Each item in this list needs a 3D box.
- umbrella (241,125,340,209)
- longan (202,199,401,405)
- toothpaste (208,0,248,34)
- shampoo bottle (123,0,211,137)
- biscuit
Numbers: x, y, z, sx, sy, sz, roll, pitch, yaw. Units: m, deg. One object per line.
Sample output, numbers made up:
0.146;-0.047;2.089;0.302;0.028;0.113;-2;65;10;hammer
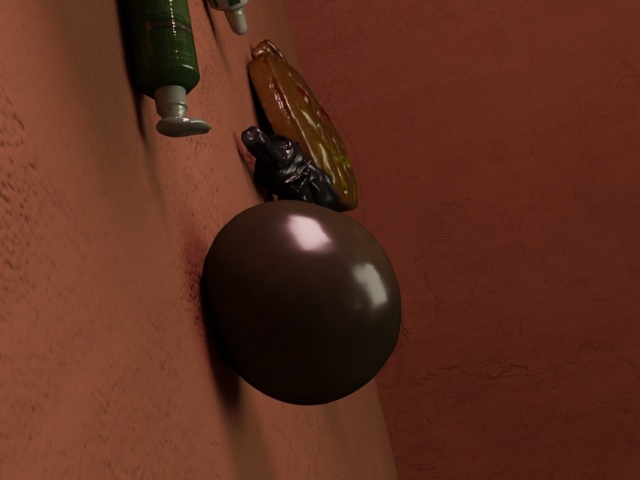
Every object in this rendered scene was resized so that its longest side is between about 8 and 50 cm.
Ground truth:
-0.058;-0.104;1.708;0.340;0.118;0.118;43;34;-71;umbrella
-0.017;0.062;1.109;0.196;0.196;0.220;-92;165;-66;longan
-0.165;-0.455;1.488;0.099;0.061;0.392;-92;167;-54;toothpaste
-0.144;-0.190;1.012;0.065;0.065;0.204;64;14;-70;shampoo bottle
-0.025;-0.216;2.030;0.350;0.070;0.394;65;10;5;biscuit
